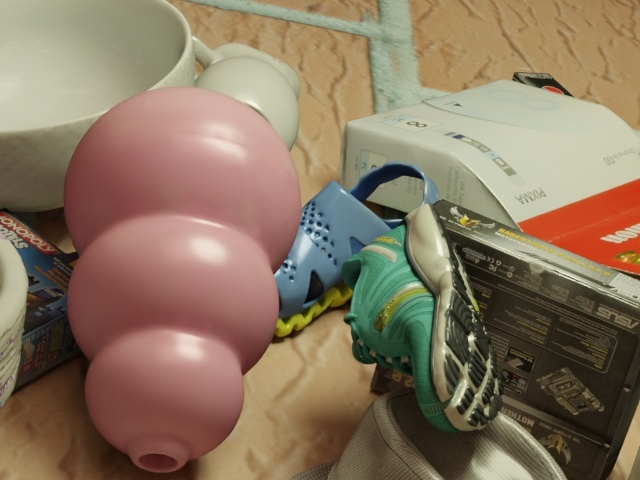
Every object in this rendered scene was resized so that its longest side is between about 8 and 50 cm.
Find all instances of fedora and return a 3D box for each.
[{"bbox_3d":[0.099,0.206,1.573,0.244,0.124,0.275,-7,34,-35],"label":"fedora"}]

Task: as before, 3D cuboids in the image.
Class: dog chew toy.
[{"bbox_3d":[-0.123,0.037,1.671,0.207,0.206,0.331,9,59,-10],"label":"dog chew toy"}]

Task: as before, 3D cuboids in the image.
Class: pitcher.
[{"bbox_3d":[-0.106,-0.157,2.137,0.178,0.125,0.207,30,20,-10],"label":"pitcher"}]

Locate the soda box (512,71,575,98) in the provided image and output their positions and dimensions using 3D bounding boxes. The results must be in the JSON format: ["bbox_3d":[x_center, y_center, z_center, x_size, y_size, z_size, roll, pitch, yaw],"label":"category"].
[{"bbox_3d":[0.284,-0.137,2.365,0.053,0.060,0.169,-3,33,-27],"label":"soda box"}]

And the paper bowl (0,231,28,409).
[{"bbox_3d":[-0.378,0.076,1.560,0.284,0.148,0.284,8,30,-5],"label":"paper bowl"}]

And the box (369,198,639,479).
[{"bbox_3d":[0.176,0.091,1.759,0.231,0.183,0.056,23,26,18],"label":"box"}]

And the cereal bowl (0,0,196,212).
[{"bbox_3d":[-0.286,-0.128,1.956,0.339,0.141,0.339,-3,33,2],"label":"cereal bowl"}]

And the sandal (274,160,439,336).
[{"bbox_3d":[0.000,0.000,1.900,0.317,0.138,0.126,-14,40,-39],"label":"sandal"}]

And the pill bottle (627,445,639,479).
[{"bbox_3d":[0.409,0.205,1.680,0.278,0.162,0.162,19,28,10],"label":"pill bottle"}]

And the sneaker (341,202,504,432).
[{"bbox_3d":[0.078,0.076,1.617,0.110,0.107,0.275,-26,27,7],"label":"sneaker"}]

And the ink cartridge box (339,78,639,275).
[{"bbox_3d":[0.262,-0.074,2.117,0.385,0.091,0.308,17,22,36],"label":"ink cartridge box"}]

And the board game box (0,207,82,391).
[{"bbox_3d":[-0.265,0.047,1.769,0.194,0.060,0.194,-15,39,-44],"label":"board game box"}]
